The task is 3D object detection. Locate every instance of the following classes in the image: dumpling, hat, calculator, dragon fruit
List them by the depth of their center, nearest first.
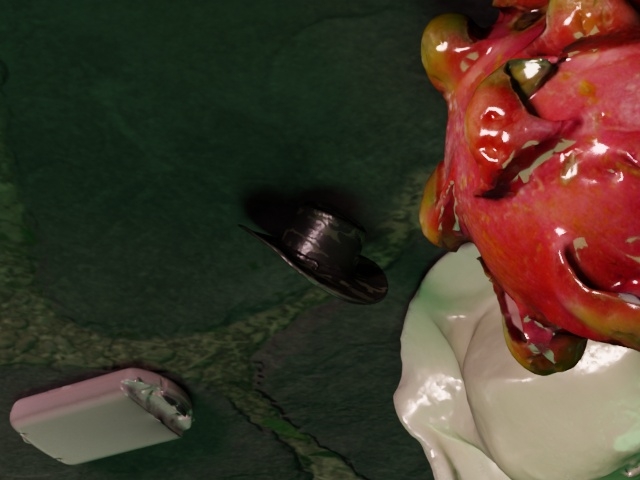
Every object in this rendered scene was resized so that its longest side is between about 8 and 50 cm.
[{"bbox_3d":[0.197,-0.034,0.888,0.307,0.243,0.227,6,167,36],"label":"dragon fruit"},{"bbox_3d":[0.000,0.000,1.109,0.121,0.121,0.050,19,102,-22],"label":"hat"},{"bbox_3d":[0.195,0.087,1.173,0.243,0.187,0.318,48,126,5],"label":"dumpling"},{"bbox_3d":[-0.199,0.161,1.361,0.175,0.032,0.100,-17,139,24],"label":"calculator"}]
